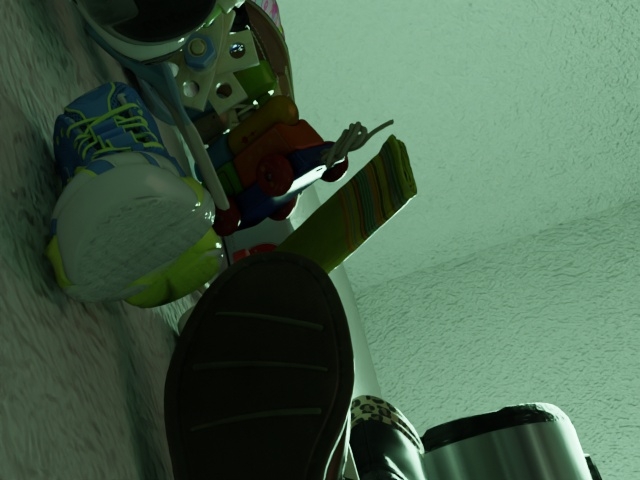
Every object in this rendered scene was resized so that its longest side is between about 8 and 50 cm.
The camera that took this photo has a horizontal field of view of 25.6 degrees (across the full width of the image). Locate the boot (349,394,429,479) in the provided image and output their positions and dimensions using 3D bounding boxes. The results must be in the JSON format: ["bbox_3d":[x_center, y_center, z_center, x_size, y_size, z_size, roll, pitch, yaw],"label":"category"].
[{"bbox_3d":[0.120,0.415,1.919,0.284,0.138,0.377,-102,168,-62],"label":"boot"}]

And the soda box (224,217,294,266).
[{"bbox_3d":[-0.043,0.070,1.483,0.069,0.074,0.216,67,6,-58],"label":"soda box"}]

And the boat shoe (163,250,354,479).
[{"bbox_3d":[-0.036,0.153,0.822,0.104,0.110,0.307,89,4,-54],"label":"boat shoe"}]

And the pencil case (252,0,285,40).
[{"bbox_3d":[-0.126,-0.325,1.920,0.284,0.124,0.124,60,13,-70],"label":"pencil case"}]

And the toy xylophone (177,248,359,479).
[{"bbox_3d":[-0.045,0.116,1.124,0.323,0.081,0.236,63,9,-73],"label":"toy xylophone"}]

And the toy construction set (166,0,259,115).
[{"bbox_3d":[-0.109,-0.246,1.241,0.215,0.151,0.328,39,-18,6],"label":"toy construction set"}]

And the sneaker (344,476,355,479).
[{"bbox_3d":[0.012,0.267,0.978,0.276,0.097,0.135,83,32,-58],"label":"sneaker"}]

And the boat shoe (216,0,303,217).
[{"bbox_3d":[-0.080,-0.159,1.779,0.120,0.122,0.324,-100,171,-48],"label":"boat shoe"}]

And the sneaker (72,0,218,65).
[{"bbox_3d":[-0.175,-0.269,0.954,0.146,0.122,0.330,155,-84,-75],"label":"sneaker"}]

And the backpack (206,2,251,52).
[{"bbox_3d":[-0.129,-0.237,1.501,0.120,0.101,0.098,-66,136,-80],"label":"backpack"}]

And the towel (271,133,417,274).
[{"bbox_3d":[0.000,0.000,1.379,0.021,0.237,0.102,38,22,-25],"label":"towel"}]

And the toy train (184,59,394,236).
[{"bbox_3d":[-0.038,-0.117,1.383,0.105,0.248,0.143,-18,77,-48],"label":"toy train"}]

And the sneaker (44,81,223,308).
[{"bbox_3d":[-0.120,-0.033,0.774,0.126,0.091,0.240,60,-6,10],"label":"sneaker"}]

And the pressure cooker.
[{"bbox_3d":[0.289,0.511,2.259,0.370,0.375,0.420,25,44,-58],"label":"pressure cooker"}]

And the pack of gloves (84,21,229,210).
[{"bbox_3d":[-0.160,-0.151,1.158,0.195,0.046,0.232,54,-12,48],"label":"pack of gloves"}]
